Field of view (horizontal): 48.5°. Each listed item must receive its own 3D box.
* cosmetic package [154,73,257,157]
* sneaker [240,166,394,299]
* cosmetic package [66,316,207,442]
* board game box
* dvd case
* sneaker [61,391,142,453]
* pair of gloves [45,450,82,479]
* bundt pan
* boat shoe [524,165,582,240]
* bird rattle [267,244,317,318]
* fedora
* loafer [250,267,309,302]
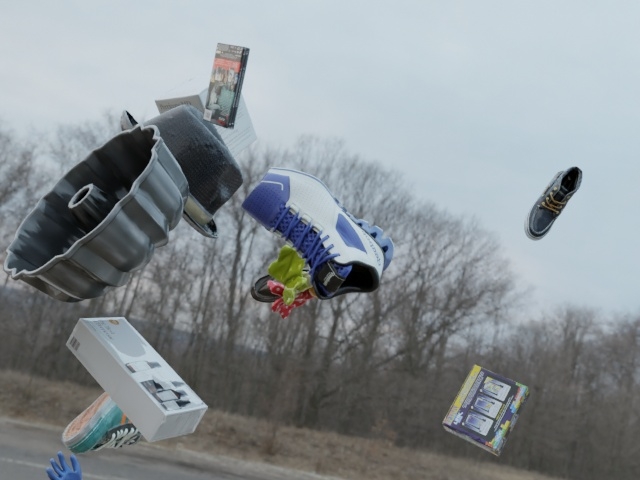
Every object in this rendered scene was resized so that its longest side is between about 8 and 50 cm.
[{"bbox_3d":[-0.278,-0.297,1.744,0.151,0.151,0.184,0,-57,34],"label":"cosmetic package"},{"bbox_3d":[0.001,0.001,1.319,0.315,0.127,0.182,31,29,-11],"label":"sneaker"},{"bbox_3d":[-0.294,0.214,1.134,0.239,0.060,0.099,38,14,28],"label":"cosmetic package"},{"bbox_3d":[0.389,0.397,1.669,0.141,0.170,0.048,20,-25,35],"label":"board game box"},{"bbox_3d":[-0.141,-0.230,1.052,0.013,0.119,0.087,6,12,-37],"label":"dvd case"},{"bbox_3d":[-0.405,0.365,1.420,0.121,0.108,0.302,56,9,-4],"label":"sneaker"},{"bbox_3d":[-0.580,0.573,1.555,0.023,0.198,0.159,-12,-64,28],"label":"pair of gloves"},{"bbox_3d":[-0.349,-0.032,1.158,0.330,0.331,0.124,4,-37,48],"label":"bundt pan"},{"bbox_3d":[0.524,-0.087,1.604,0.065,0.183,0.083,30,-10,2],"label":"boat shoe"},{"bbox_3d":[-0.027,0.118,1.727,0.206,0.143,0.253,-8,-26,-3],"label":"bird rattle"},{"bbox_3d":[-0.266,-0.166,1.493,0.334,0.152,0.334,55,2,-2],"label":"fedora"},{"bbox_3d":[-0.083,0.108,1.914,0.220,0.080,0.078,-15,-18,-6],"label":"loafer"}]
